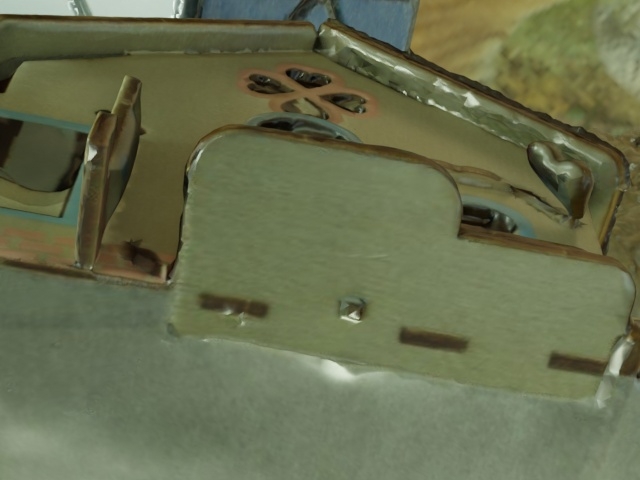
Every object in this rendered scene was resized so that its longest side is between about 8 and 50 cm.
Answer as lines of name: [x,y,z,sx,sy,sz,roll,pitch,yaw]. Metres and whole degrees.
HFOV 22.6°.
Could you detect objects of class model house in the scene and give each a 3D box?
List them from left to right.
model house: [0.000,0.000,0.626,0.326,0.169,0.244,10,-156,-3]

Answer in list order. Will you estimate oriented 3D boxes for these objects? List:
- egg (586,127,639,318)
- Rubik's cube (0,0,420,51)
egg: [0.161,0.068,1.093,0.279,0.310,0.279,42,166,13]
Rubik's cube: [-0.096,-0.068,0.876,0.207,0.205,0.205,22,-164,33]
